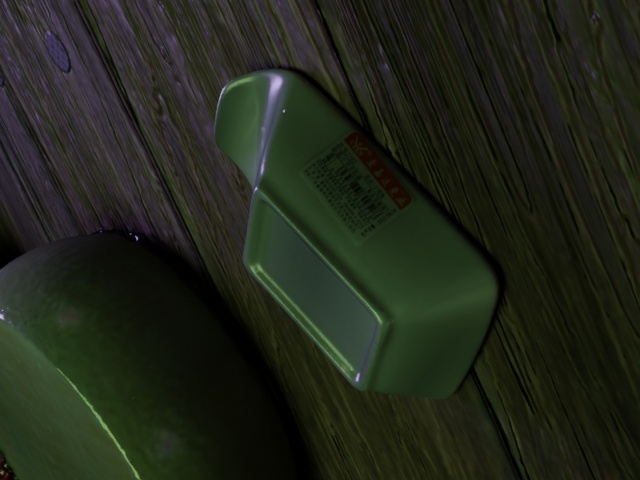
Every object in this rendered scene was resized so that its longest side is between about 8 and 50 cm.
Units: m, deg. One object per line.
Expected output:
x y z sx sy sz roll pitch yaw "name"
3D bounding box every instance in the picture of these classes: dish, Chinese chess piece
0.000 0.000 0.916 0.234 0.064 0.154 47 152 22 "dish"
-0.164 0.160 1.266 0.349 0.146 0.349 39 147 31 "Chinese chess piece"

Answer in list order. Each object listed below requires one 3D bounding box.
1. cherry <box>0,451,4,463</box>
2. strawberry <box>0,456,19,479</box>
-0.388 0.159 1.528 0.307 0.261 0.221 49 -162 -18 "cherry"
-0.230 0.244 1.452 0.082 0.188 0.121 -47 48 25 "strawberry"
